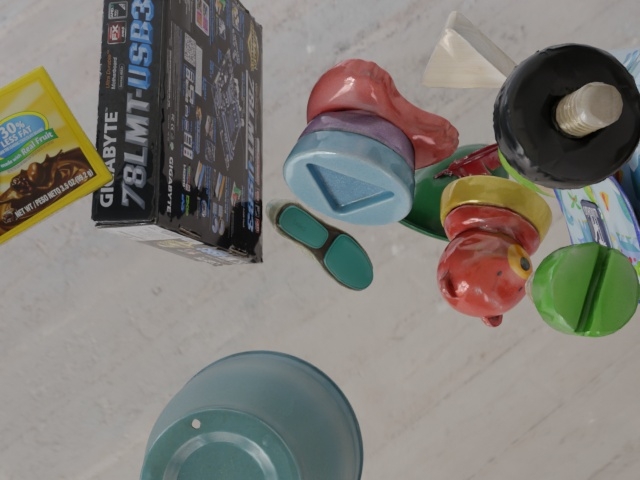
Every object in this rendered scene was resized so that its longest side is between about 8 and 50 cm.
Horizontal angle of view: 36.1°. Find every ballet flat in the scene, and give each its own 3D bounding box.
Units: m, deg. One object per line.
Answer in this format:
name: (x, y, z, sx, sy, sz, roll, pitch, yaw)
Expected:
ballet flat: (0.000, 0.000, 1.183, 0.168, 0.052, 0.057, 42, 84, -30)

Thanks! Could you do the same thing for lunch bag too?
lunch bag: (0.201, -0.040, 0.598, 0.096, 0.129, 0.151, 10, 97, -7)

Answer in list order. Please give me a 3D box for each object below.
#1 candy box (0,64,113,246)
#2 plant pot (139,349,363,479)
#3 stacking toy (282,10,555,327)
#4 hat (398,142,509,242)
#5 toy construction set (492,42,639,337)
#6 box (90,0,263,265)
candy box: (-0.276, -0.039, 0.760, 0.206, 0.027, 0.105, -32, 94, -8)
plant pot: (-0.091, 0.273, 1.172, 0.272, 0.255, 0.271, 0, 87, 6)
stacking toy: (0.130, -0.048, 0.933, 0.309, 0.279, 0.130, 29, 62, -18)
hat: (0.179, -0.108, 1.149, 0.208, 0.173, 0.183, 24, 120, 26)
toy construction set: (0.216, -0.120, 0.308, 0.309, 0.237, 0.257, -11, 88, -4)
box: (-0.134, -0.135, 1.025, 0.073, 0.293, 0.295, -2, 82, 14)
